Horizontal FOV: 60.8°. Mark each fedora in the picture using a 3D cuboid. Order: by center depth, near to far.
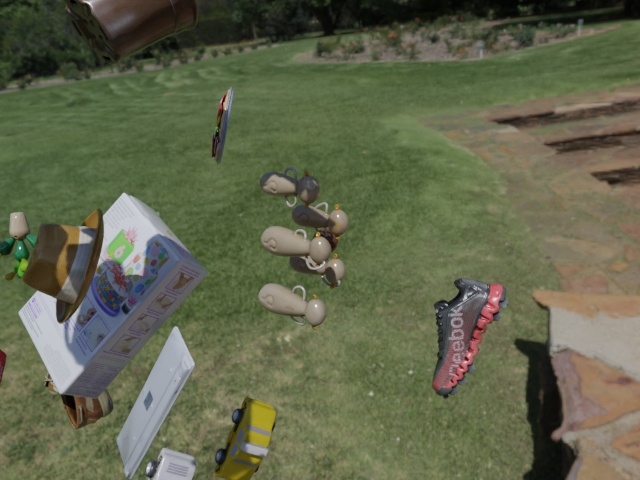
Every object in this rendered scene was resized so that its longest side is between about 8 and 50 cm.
[{"bbox_3d":[-0.385,0.028,0.803,0.079,0.194,0.194,20,6,-32],"label":"fedora"}]

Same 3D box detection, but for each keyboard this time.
[{"bbox_3d":[-0.240,0.235,0.775,0.014,0.256,0.072,10,33,-38],"label":"keyboard"}]

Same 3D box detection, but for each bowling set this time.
[{"bbox_3d":[0.000,0.000,1.025,0.154,0.286,0.200,12,19,39],"label":"bowling set"}]

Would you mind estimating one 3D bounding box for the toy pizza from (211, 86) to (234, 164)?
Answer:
[{"bbox_3d":[-0.253,-0.292,1.394,0.032,0.201,0.201,10,19,-11],"label":"toy pizza"}]

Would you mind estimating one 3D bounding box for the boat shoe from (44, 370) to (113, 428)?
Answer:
[{"bbox_3d":[-0.669,0.367,1.464,0.123,0.323,0.120,2,27,41],"label":"boat shoe"}]

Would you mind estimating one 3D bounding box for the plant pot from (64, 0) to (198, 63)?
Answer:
[{"bbox_3d":[-0.328,-0.398,0.935,0.165,0.166,0.167,-45,37,-22],"label":"plant pot"}]

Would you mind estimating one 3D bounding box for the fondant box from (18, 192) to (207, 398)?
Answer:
[{"bbox_3d":[-0.412,0.104,1.071,0.330,0.096,0.238,-49,57,2],"label":"fondant box"}]

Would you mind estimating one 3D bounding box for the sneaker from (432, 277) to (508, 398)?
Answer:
[{"bbox_3d":[0.293,0.203,1.189,0.135,0.275,0.098,25,4,9],"label":"sneaker"}]

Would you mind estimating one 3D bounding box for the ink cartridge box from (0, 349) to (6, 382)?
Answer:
[{"bbox_3d":[-0.518,0.196,0.679,0.114,0.272,0.196,1,61,-8],"label":"ink cartridge box"}]

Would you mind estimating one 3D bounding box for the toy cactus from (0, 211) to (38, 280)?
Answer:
[{"bbox_3d":[-0.800,0.014,1.482,0.219,0.180,0.112,-7,-1,18],"label":"toy cactus"}]

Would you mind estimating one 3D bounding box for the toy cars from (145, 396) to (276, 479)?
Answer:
[{"bbox_3d":[-0.244,0.503,1.188,0.394,0.176,0.087,-27,13,-26],"label":"toy cars"}]
